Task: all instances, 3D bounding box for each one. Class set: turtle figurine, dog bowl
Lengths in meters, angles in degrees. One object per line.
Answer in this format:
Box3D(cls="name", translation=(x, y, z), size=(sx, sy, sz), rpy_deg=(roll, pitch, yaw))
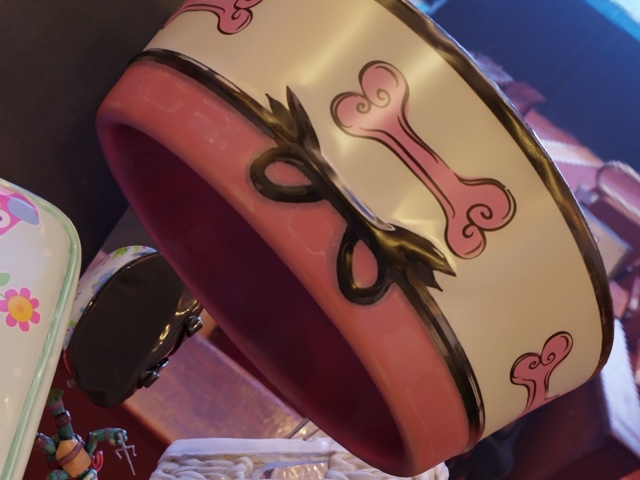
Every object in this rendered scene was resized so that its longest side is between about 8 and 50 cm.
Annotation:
Box3D(cls="turtle figurine", translation=(-0.454, 0.392, 1.635), size=(0.234, 0.118, 0.175), rpy_deg=(57, 42, -23))
Box3D(cls="dog bowl", translation=(0.000, 0.000, 0.657), size=(0.150, 0.408, 0.408), rpy_deg=(-40, 80, -17))

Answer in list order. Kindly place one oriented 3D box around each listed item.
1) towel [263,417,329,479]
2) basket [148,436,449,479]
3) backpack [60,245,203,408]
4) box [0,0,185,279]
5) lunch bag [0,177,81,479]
Box3D(cls="towel", translation=(0.052, 0.375, 1.334), size=(0.187, 0.049, 0.282), rpy_deg=(-41, 105, -13))
Box3D(cls="basket", translation=(-0.033, 0.405, 0.929), size=(0.328, 0.331, 0.266), rpy_deg=(-3, 15, 14))
Box3D(cls="backpack", translation=(-0.362, 0.145, 1.635), size=(0.273, 0.355, 0.290), rpy_deg=(37, 77, 2))
Box3D(cls="box", translation=(-0.331, -0.233, 0.926), size=(0.297, 0.480, 0.472), rpy_deg=(30, 9, -37))
Box3D(cls="lunch bag", translation=(-0.258, 0.079, 0.482), size=(0.224, 0.108, 0.279), rpy_deg=(26, 56, -25))
